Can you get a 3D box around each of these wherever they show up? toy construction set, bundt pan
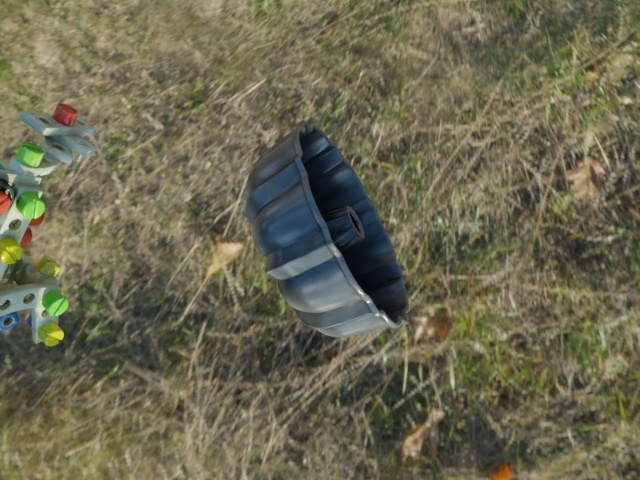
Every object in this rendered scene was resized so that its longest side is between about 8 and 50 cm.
[{"bbox_3d":[-0.383,-0.017,1.208,0.151,0.215,0.327,25,101,37],"label":"toy construction set"},{"bbox_3d":[0.000,0.000,1.380,0.124,0.331,0.330,-27,106,15],"label":"bundt pan"}]
